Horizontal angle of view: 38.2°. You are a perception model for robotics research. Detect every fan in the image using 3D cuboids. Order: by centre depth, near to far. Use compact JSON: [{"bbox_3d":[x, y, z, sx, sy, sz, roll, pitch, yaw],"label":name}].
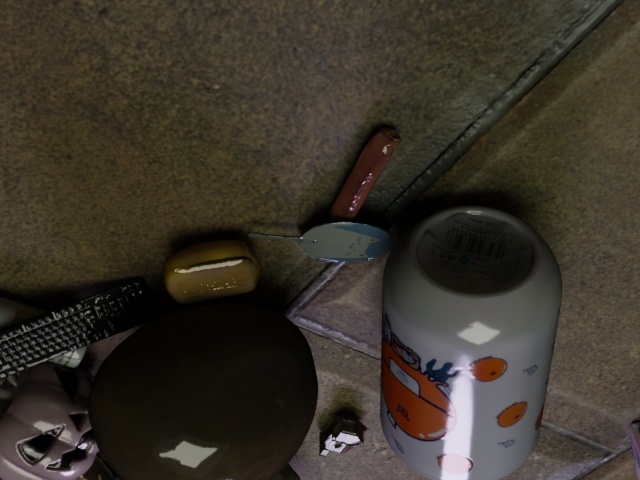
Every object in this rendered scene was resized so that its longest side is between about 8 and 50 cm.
[{"bbox_3d":[0.000,0.000,1.103,0.175,0.005,0.113,6,154,-10],"label":"fan"}]

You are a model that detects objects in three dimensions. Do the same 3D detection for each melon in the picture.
[{"bbox_3d":[-0.359,0.356,1.406,0.054,0.098,0.182,-24,117,-5],"label":"melon"}]

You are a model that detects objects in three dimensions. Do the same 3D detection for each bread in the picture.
[{"bbox_3d":[-0.132,0.032,1.113,0.115,0.056,0.082,-12,139,0],"label":"bread"}]

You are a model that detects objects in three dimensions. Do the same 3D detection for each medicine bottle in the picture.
[{"bbox_3d":[-0.410,0.107,1.167,0.221,0.061,0.092,21,149,-23],"label":"medicine bottle"}]

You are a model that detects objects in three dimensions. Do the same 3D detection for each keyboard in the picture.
[{"bbox_3d":[-0.309,0.108,1.146,0.204,0.013,0.061,-21,112,-12],"label":"keyboard"}]

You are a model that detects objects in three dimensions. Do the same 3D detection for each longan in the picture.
[{"bbox_3d":[-0.144,0.205,1.142,0.300,0.243,0.300,-18,153,-9],"label":"longan"}]

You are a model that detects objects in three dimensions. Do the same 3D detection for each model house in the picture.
[{"bbox_3d":[0.040,0.296,1.396,0.058,0.057,0.083,19,129,-17],"label":"model house"}]

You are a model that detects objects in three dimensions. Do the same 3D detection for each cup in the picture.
[{"bbox_3d":[0.178,0.120,1.124,0.212,0.212,0.317,-4,134,-1],"label":"cup"}]

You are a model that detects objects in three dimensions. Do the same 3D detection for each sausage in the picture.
[{"bbox_3d":[0.047,-0.068,1.045,0.030,0.035,0.147,35,130,7],"label":"sausage"}]

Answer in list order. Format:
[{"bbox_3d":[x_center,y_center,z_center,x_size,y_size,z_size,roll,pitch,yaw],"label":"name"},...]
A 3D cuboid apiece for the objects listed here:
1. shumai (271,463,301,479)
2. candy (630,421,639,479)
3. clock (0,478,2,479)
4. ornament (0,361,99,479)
[{"bbox_3d":[-0.178,0.475,1.441,0.263,0.309,0.304,-12,135,44],"label":"shumai"},{"bbox_3d":[0.549,0.363,1.484,0.073,0.092,0.160,-16,136,9],"label":"candy"},{"bbox_3d":[-0.443,0.420,1.423,0.197,0.063,0.150,11,139,21],"label":"clock"},{"bbox_3d":[-0.370,0.238,1.220,0.178,0.177,0.177,-3,135,-2],"label":"ornament"}]
